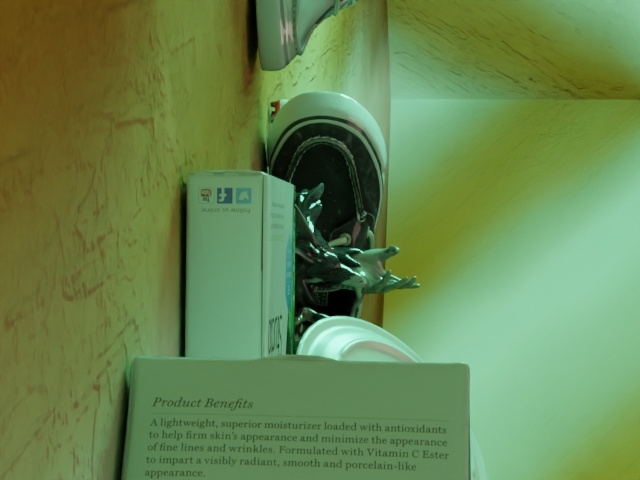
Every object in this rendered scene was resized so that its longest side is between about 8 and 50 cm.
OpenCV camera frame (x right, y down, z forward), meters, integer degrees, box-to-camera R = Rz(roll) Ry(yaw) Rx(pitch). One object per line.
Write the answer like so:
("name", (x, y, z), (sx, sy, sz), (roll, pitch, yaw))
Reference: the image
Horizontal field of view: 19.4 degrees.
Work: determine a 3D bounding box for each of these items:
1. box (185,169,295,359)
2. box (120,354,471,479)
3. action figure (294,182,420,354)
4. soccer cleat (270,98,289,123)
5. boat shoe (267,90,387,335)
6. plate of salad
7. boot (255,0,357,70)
("box", (-0.051, 0.116, 1.276), (0.232, 0.058, 0.322), (-4, 96, -86))
("box", (-0.008, 0.154, 1.023), (0.182, 0.181, 0.119), (83, 9, -59))
("action figure", (0.008, 0.065, 1.532), (0.276, 0.141, 0.164), (86, 17, -56))
("soccer cleat", (-0.026, -0.104, 1.716), (0.083, 0.035, 0.029), (80, 11, -65))
("boat shoe", (0.000, 0.000, 1.686), (0.301, 0.108, 0.102), (96, -3, -48))
("plate of salad", (0.049, 0.146, 1.393), (0.048, 0.200, 0.200), (-40, -154, 30))
("boot", (0.011, -0.235, 1.612), (0.258, 0.123, 0.095), (-84, 173, -49))
